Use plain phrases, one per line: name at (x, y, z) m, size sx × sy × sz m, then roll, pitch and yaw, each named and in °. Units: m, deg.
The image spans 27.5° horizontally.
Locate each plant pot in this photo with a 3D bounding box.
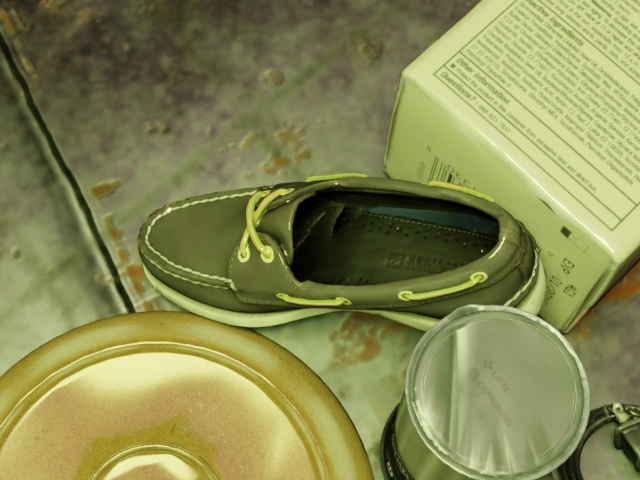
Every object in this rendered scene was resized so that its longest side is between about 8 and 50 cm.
plant pot at (-0.086, 0.143, 0.671) m, size 0.236 × 0.032 × 0.236 m, roll 1°, pitch 68°, yaw -2°

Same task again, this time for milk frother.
milk frother at (0.113, 0.094, 0.644) m, size 0.143 × 0.134 × 0.129 m, roll -32°, pitch 74°, yaw -14°

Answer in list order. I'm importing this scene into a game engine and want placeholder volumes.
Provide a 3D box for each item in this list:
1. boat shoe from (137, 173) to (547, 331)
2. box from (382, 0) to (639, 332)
boat shoe at (0.000, 0.000, 0.677) m, size 0.228 × 0.068 × 0.081 m, roll 4°, pitch 62°, yaw 22°
box at (0.168, -0.088, 0.722) m, size 0.232 × 0.127 × 0.148 m, roll -42°, pitch 76°, yaw -17°
